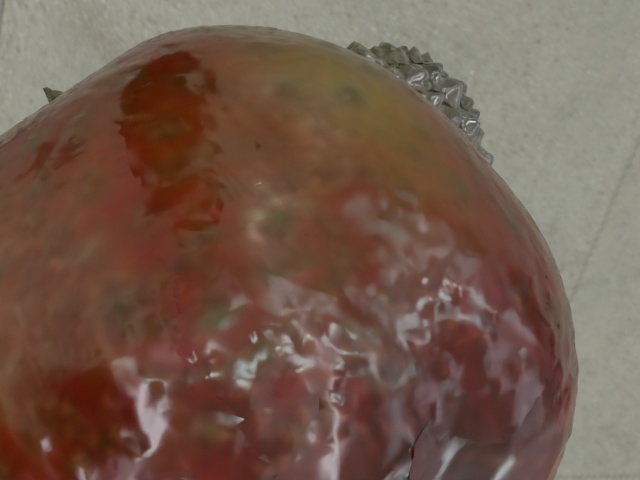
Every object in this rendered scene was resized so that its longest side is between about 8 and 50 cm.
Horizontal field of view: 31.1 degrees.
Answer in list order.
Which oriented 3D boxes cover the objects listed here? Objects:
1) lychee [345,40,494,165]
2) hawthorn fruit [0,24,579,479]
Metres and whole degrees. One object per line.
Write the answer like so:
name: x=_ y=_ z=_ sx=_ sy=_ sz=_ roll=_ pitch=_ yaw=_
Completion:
lychee: x=0.000 y=0.000 z=1.168 sx=0.380 sy=0.380 sz=0.432 roll=12 pitch=112 yaw=-27
hawthorn fruit: x=-0.072 y=0.059 z=0.695 sx=0.402 sy=0.403 sz=0.403 roll=-10 pitch=124 yaw=-15
